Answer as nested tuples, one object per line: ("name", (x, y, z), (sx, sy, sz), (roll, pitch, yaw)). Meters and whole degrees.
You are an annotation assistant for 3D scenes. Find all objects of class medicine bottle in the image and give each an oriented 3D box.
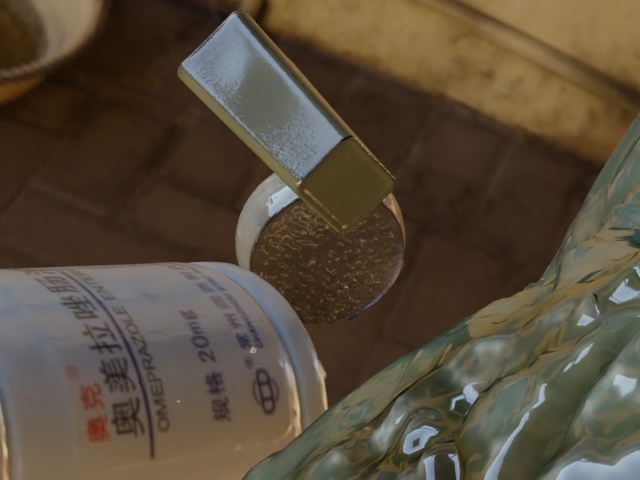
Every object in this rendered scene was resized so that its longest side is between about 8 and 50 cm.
("medicine bottle", (-0.173, 0.109, 0.927), (0.332, 0.190, 0.190), (-2, 45, -46))

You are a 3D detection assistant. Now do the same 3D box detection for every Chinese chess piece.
("Chinese chess piece", (0.000, 0.000, 1.204), (0.122, 0.122, 0.051), (6, 30, -21))

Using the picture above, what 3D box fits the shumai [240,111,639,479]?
("shumai", (0.094, 0.061, 0.505), (0.292, 0.330, 0.288), (40, 30, -47))

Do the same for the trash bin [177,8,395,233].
("trash bin", (-0.014, -0.051, 0.759), (0.092, 0.043, 0.061), (49, 4, 34))
